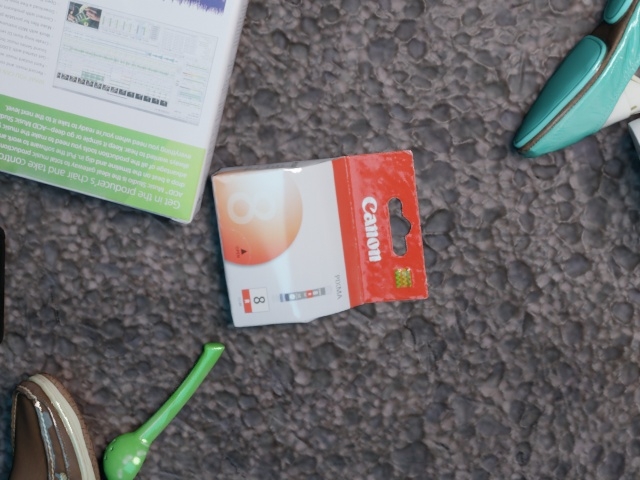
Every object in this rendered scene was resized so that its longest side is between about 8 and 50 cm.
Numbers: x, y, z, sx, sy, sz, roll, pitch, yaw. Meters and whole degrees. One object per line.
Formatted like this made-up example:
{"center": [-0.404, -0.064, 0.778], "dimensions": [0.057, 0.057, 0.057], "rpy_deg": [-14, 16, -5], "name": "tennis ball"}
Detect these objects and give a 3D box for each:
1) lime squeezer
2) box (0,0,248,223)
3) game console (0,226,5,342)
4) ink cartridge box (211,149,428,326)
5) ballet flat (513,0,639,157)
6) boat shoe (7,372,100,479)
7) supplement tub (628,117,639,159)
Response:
{"center": [-0.156, 0.245, 1.250], "dimensions": [0.110, 0.059, 0.310], "rpy_deg": [-3, 105, -24], "name": "lime squeezer"}
{"center": [-0.185, -0.197, 1.129], "dimensions": [0.232, 0.058, 0.322], "rpy_deg": [16, 104, 3], "name": "box"}
{"center": [-0.360, 0.037, 1.231], "dimensions": [0.107, 0.071, 0.122], "rpy_deg": [-3, 107, -24], "name": "game console"}
{"center": [0.000, 0.000, 1.164], "dimensions": [0.179, 0.045, 0.145], "rpy_deg": [-5, 104, 10], "name": "ink cartridge box"}
{"center": [0.259, -0.158, 1.075], "dimensions": [0.087, 0.083, 0.247], "rpy_deg": [27, 107, -11], "name": "ballet flat"}
{"center": [-0.263, 0.256, 1.217], "dimensions": [0.095, 0.095, 0.257], "rpy_deg": [6, 110, 49], "name": "boat shoe"}
{"center": [0.367, -0.078, 1.048], "dimensions": [0.200, 0.144, 0.144], "rpy_deg": [-22, 101, 11], "name": "supplement tub"}
